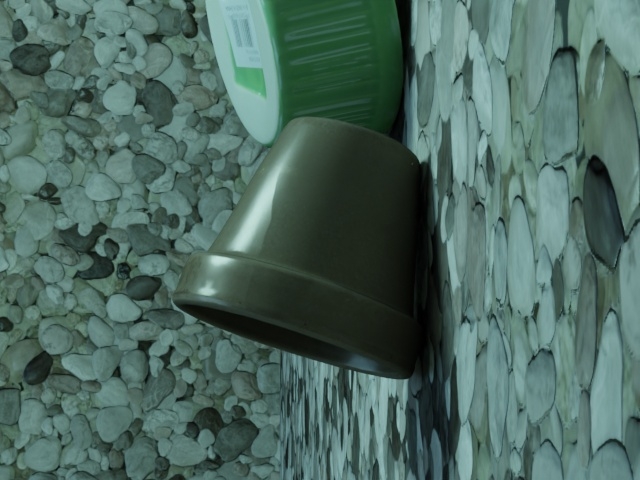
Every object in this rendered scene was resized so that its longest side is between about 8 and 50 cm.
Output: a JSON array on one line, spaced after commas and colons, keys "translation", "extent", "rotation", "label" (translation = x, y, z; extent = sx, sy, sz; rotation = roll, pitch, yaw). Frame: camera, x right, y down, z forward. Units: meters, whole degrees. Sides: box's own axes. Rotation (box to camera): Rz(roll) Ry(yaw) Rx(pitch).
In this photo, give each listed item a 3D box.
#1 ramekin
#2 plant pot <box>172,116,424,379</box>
[{"translation": [-0.029, -0.255, 1.740], "extent": [0.303, 0.148, 0.303], "rotation": [165, 90, -74], "label": "ramekin"}, {"translation": [0.000, 0.000, 1.532], "extent": [0.263, 0.263, 0.229], "rotation": [123, 164, -80], "label": "plant pot"}]
